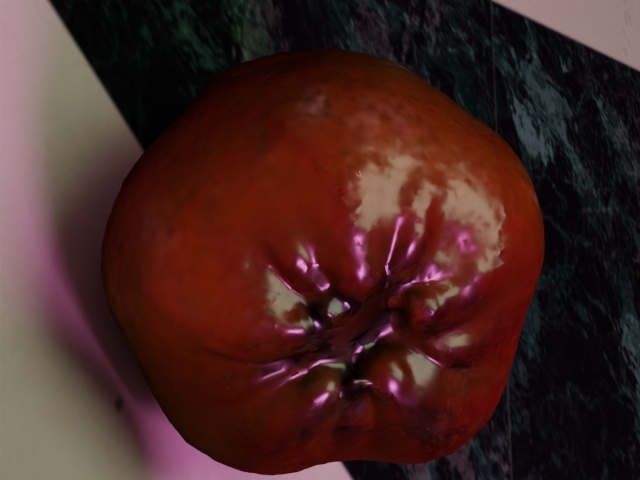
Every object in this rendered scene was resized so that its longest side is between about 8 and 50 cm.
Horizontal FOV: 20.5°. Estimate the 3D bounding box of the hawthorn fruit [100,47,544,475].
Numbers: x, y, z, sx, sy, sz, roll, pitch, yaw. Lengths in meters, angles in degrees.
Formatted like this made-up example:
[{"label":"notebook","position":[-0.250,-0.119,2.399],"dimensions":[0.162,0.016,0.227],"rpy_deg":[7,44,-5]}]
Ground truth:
[{"label":"hawthorn fruit","position":[0.000,0.000,0.928],"dimensions":[0.224,0.224,0.261],"rpy_deg":[55,10,-24]}]
